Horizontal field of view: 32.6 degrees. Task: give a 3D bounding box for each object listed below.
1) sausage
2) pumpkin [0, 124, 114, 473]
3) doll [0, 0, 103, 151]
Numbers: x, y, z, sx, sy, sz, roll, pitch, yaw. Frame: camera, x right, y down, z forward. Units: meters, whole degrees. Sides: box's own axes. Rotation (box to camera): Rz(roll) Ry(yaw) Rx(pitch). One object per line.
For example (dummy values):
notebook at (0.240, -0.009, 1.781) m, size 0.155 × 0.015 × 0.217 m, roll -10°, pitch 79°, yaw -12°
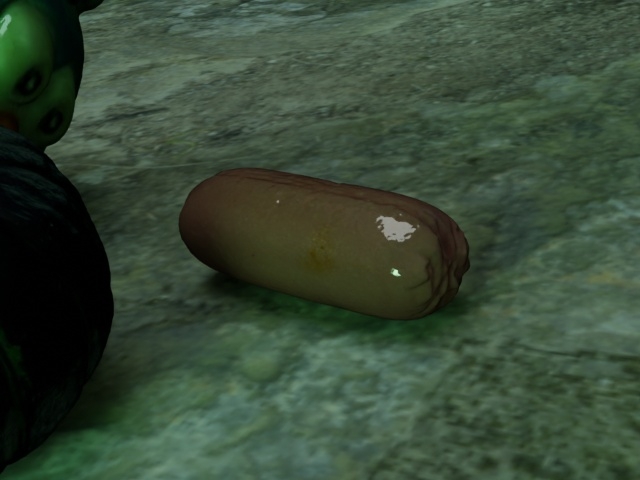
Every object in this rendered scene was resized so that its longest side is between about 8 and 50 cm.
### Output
sausage at (0.000, 0.000, 0.545) m, size 0.154 × 0.062 × 0.062 m, roll 13°, pitch 33°, yaw 34°
pumpkin at (-0.187, 0.027, 0.459) m, size 0.202 × 0.140 × 0.202 m, roll 3°, pitch 36°, yaw -2°
doll at (-0.278, -0.100, 0.631) m, size 0.322 × 0.198 × 0.186 m, roll -16°, pitch 60°, yaw -8°
